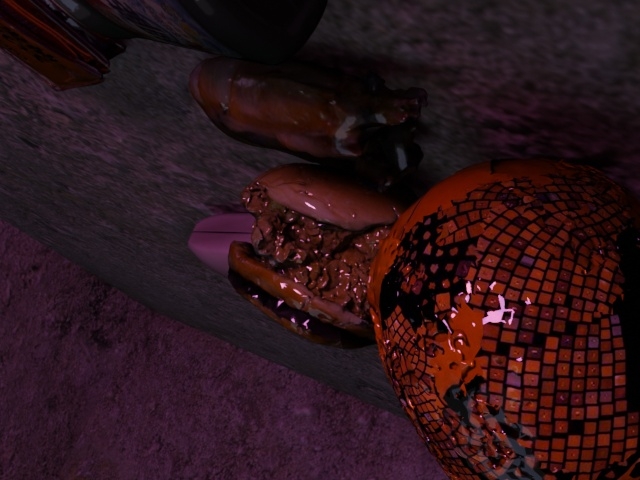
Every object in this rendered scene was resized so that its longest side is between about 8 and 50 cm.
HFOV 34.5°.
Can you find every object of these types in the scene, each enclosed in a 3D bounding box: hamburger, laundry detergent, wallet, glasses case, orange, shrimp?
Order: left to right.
[{"bbox_3d":[-0.270,-0.190,0.858,0.195,0.042,0.161,33,167,-26],"label":"wallet"},{"bbox_3d":[-0.106,-0.159,0.558,0.221,0.078,0.144,19,164,43],"label":"laundry detergent"},{"bbox_3d":[-0.069,0.016,1.219,0.113,0.075,0.297,31,169,-24],"label":"glasses case"},{"bbox_3d":[0.000,0.000,0.806,0.159,0.131,0.185,26,-170,28],"label":"hamburger"},{"bbox_3d":[0.003,-0.074,0.718,0.254,0.059,0.145,16,166,45],"label":"shrimp"},{"bbox_3d":[0.132,0.061,0.616,0.182,0.235,0.234,-19,158,6],"label":"orange"}]
